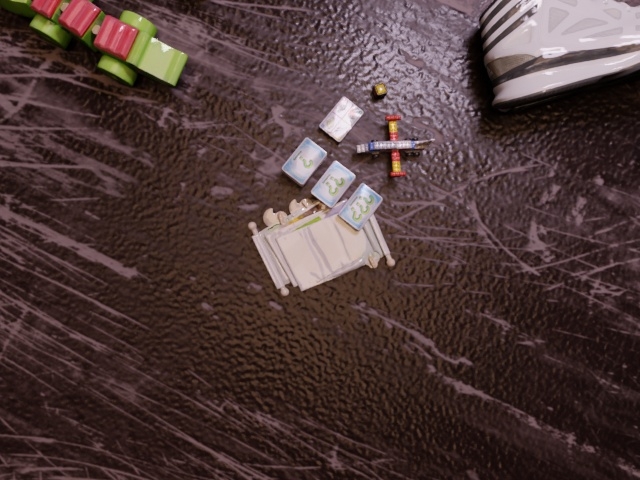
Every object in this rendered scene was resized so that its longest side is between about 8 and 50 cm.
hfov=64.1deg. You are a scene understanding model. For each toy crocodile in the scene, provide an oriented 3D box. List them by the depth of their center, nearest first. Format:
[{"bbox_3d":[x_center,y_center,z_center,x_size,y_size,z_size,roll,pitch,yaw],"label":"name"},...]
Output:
[{"bbox_3d":[-0.394,-0.368,0.882,0.341,0.105,0.115,29,89,-2],"label":"toy crocodile"}]

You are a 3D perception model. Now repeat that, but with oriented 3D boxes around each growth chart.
[{"bbox_3d":[0.000,0.000,0.933,0.237,0.021,0.171,-18,90,-2],"label":"growth chart"}]

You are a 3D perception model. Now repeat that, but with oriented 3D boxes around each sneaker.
[{"bbox_3d":[0.494,-0.401,0.882,0.448,0.169,0.257,-15,92,0],"label":"sneaker"}]

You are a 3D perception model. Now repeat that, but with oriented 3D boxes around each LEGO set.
[{"bbox_3d":[0.076,-0.166,0.915,0.182,0.060,0.244,39,82,-1],"label":"LEGO set"}]
